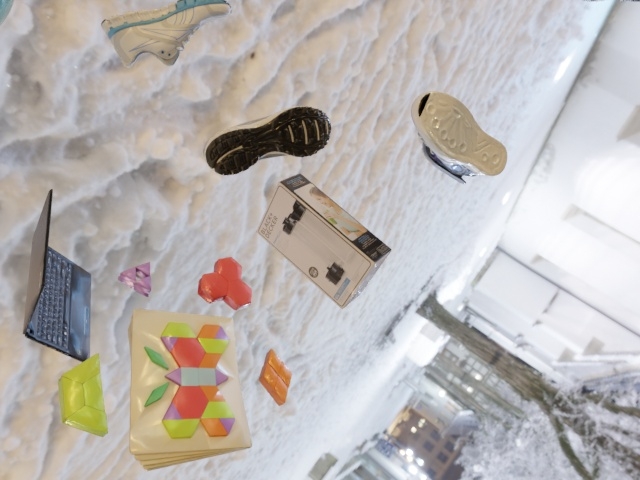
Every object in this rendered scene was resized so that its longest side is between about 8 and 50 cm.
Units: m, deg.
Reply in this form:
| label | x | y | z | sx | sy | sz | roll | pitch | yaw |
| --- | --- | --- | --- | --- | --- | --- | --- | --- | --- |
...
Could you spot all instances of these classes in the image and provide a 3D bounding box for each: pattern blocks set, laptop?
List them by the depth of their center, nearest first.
| label | x | y | z | sx | sy | sz | roll | pitch | yaw |
| --- | --- | --- | --- | --- | --- | --- | --- | --- | --- |
| pattern blocks set | -0.156 | 0.168 | 0.599 | 0.285 | 0.324 | 0.026 | -4 | 152 | -43 |
| laptop | -0.495 | 0.078 | 0.980 | 0.137 | 0.234 | 0.264 | -23 | 143 | 7 |

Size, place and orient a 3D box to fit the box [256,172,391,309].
| label | x | y | z | sx | sy | sz | roll | pitch | yaw |
| --- | --- | --- | --- | --- | --- | --- | --- | --- | --- |
| box | 0.000 | 0.000 | 1.157 | 0.087 | 0.290 | 0.169 | -31 | 158 | -49 |

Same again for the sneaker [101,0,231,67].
| label | x | y | z | sx | sy | sz | roll | pitch | yaw |
| --- | --- | --- | --- | --- | --- | --- | --- | --- | --- |
| sneaker | -0.222 | -0.313 | 0.754 | 0.191 | 0.082 | 0.071 | -21 | -165 | -9 |

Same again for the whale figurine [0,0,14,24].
| label | x | y | z | sx | sy | sz | roll | pitch | yaw |
| --- | --- | --- | --- | --- | --- | --- | --- | --- | --- |
| whale figurine | -0.434 | -0.266 | 0.514 | 0.272 | 0.216 | 0.141 | -21 | -173 | 24 |

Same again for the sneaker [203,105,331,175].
| label | x | y | z | sx | sy | sz | roll | pitch | yaw |
| --- | --- | --- | --- | --- | --- | --- | --- | --- | --- |
| sneaker | -0.105 | -0.207 | 0.984 | 0.272 | 0.108 | 0.100 | -18 | 114 | -19 |

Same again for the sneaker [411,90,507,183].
| label | x | y | z | sx | sy | sz | roll | pitch | yaw |
| --- | --- | --- | --- | --- | --- | --- | --- | --- | --- |
| sneaker | 0.289 | -0.258 | 1.245 | 0.323 | 0.236 | 0.130 | 25 | 90 | -31 |
